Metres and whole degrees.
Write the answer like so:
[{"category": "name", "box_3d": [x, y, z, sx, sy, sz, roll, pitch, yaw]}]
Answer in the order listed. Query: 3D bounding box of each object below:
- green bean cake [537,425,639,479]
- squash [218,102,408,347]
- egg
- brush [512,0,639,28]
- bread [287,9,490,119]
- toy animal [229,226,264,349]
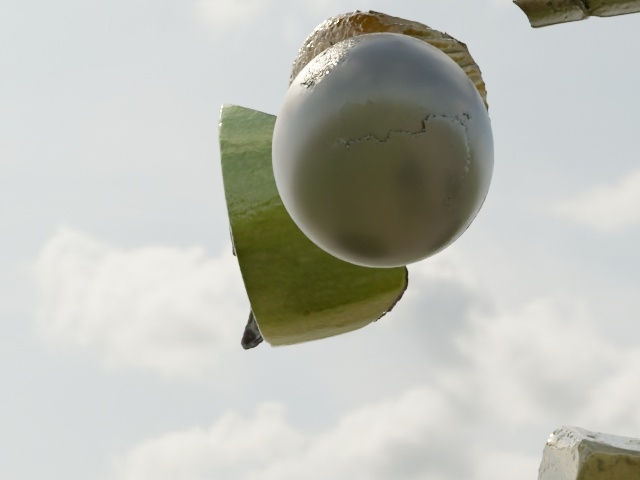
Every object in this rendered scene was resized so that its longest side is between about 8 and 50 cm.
[{"category": "green bean cake", "box_3d": [0.285, 0.216, 1.561, 0.179, 0.085, 0.109, 9, 1, -12]}, {"category": "squash", "box_3d": [0.000, 0.000, 1.611, 0.155, 0.237, 0.204, -13, 23, 5]}, {"category": "egg", "box_3d": [0.041, -0.059, 1.189, 0.146, 0.146, 0.199, -3, -15, 2]}, {"category": "brush", "box_3d": [0.256, -0.221, 1.629, 0.036, 0.043, 0.248, -37, 15, -21]}, {"category": "bread", "box_3d": [0.065, -0.141, 1.973, 0.139, 0.240, 0.240, -23, -3, -39]}, {"category": "toy animal", "box_3d": [-0.033, 0.041, 2.024, 0.089, 0.188, 0.179, 17, -5, 34]}]
